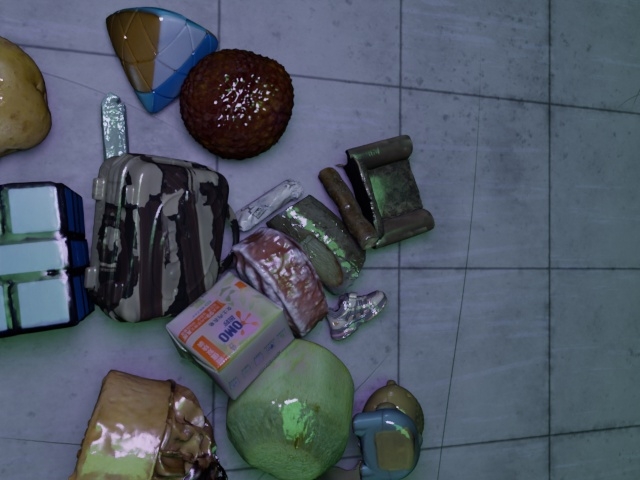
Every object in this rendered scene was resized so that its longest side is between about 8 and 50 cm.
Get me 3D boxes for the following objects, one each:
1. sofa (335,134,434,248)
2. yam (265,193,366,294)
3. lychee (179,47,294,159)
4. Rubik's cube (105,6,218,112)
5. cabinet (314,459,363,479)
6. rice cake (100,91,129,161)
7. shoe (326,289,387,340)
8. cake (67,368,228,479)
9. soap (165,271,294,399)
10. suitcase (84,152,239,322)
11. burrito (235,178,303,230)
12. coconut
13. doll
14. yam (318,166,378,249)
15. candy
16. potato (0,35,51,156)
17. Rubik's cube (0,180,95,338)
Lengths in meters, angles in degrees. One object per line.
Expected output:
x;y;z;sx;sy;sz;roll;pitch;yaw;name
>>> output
0.178;-0.126;1.386;0.199;0.182;0.259;-17;94;-18;sofa
0.000;0.000;1.351;0.254;0.154;0.154;46;77;-7;yam
-0.189;-0.314;1.249;0.260;0.260;0.261;0;89;-17;lychee
-0.329;-0.456;1.218;0.254;0.254;0.255;0;89;-17;Rubik's cube
0.045;0.709;1.273;0.227;0.290;0.318;12;84;-16;cabinet
-0.468;-0.167;1.244;0.062;0.066;0.337;-2;90;-22;rice cake
0.083;0.174;1.403;0.180;0.089;0.092;-36;97;-7;shoe
-0.343;0.458;1.142;0.320;0.332;0.333;18;84;-18;cake
-0.190;0.200;1.161;0.199;0.182;0.139;-42;145;-27;soap
-0.332;-0.004;1.194;0.339;0.193;0.352;-2;103;-53;suitcase
-0.132;-0.089;1.352;0.203;0.064;0.064;-33;98;-14;burrito
-0.065;0.372;1.261;0.328;0.329;0.281;4;130;-17;coconut
0.175;0.463;1.343;0.161;0.260;0.177;-11;91;13;doll
0.066;-0.087;1.341;0.061;0.061;0.253;-18;56;-17;yam
-0.089;0.097;1.272;0.157;0.214;0.290;-38;125;-16;candy
-0.678;-0.295;1.115;0.242;0.242;0.286;-3;83;-17;potato
-0.627;0.041;1.080;0.293;0.288;0.284;-9;92;-15;Rubik's cube
